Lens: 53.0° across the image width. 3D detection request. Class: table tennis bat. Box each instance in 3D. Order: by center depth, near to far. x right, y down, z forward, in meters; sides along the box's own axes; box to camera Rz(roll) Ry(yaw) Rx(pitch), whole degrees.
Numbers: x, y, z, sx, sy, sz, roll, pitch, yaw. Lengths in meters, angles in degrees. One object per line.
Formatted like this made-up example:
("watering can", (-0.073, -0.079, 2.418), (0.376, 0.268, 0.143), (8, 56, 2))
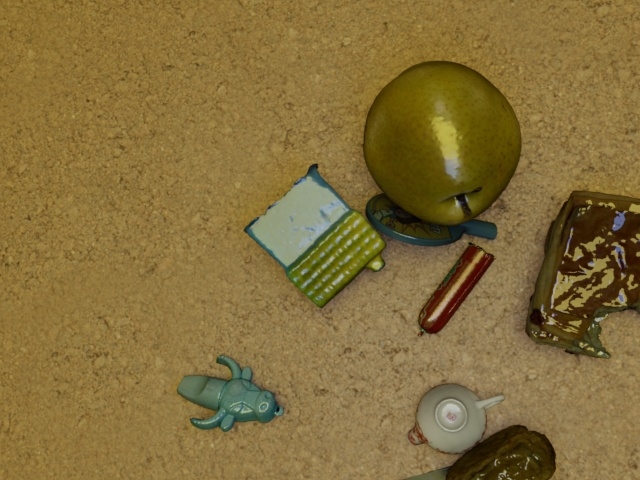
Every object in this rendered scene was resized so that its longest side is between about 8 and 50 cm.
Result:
("table tennis bat", (0.269, -0.048, 1.562), (0.329, 0.215, 0.044), (9, 123, -8))

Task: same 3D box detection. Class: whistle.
("whistle", (-0.220, 0.387, 1.577), (0.274, 0.093, 0.186), (11, 55, 13))

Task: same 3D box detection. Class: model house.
("model house", (0.000, 0.000, 1.562), (0.237, 0.215, 0.303), (-44, 81, -3))

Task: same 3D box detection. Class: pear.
("pear", (0.273, -0.232, 1.481), (0.363, 0.362, 0.418), (-13, 46, 5))

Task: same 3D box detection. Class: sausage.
("sausage", (0.318, 0.128, 1.556), (0.083, 0.083, 0.264), (36, 87, 13))

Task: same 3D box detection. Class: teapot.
("teapot", (0.316, 0.409, 1.496), (0.246, 0.116, 0.159), (-15, 53, -1))

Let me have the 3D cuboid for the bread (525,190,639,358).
("bread", (0.647, 0.084, 1.467), (0.314, 0.191, 0.369), (12, 93, 5))

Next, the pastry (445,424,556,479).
("pastry", (0.400, 0.505, 1.394), (0.240, 0.235, 0.132), (-34, 80, -10))

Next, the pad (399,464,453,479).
("pad", (0.268, 0.603, 1.509), (0.193, 0.004, 0.116), (-18, 78, 4))
